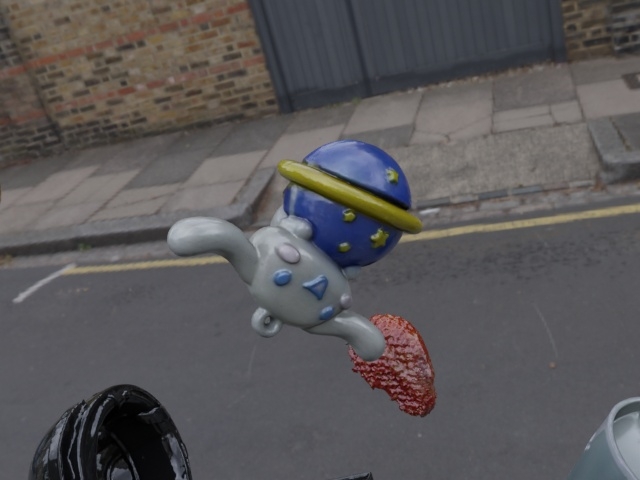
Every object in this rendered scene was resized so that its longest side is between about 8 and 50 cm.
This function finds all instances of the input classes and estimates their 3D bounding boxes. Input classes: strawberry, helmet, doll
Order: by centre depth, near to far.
[{"bbox_3d":[-0.025,-0.016,0.769,0.311,0.242,0.159,18,18,-33],"label":"doll"},{"bbox_3d":[-0.294,0.324,0.877,0.160,0.230,0.279,-25,-14,15],"label":"helmet"},{"bbox_3d":[0.167,0.238,1.391,0.236,0.106,0.175,31,46,19],"label":"strawberry"}]

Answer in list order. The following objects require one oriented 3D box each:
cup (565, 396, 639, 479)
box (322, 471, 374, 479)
[{"bbox_3d":[0.629,0.467,1.210,0.357,0.274,0.259,-3,40,-24],"label":"cup"},{"bbox_3d":[-0.061,0.525,0.999,0.345,0.204,0.251,-19,0,19],"label":"box"}]
